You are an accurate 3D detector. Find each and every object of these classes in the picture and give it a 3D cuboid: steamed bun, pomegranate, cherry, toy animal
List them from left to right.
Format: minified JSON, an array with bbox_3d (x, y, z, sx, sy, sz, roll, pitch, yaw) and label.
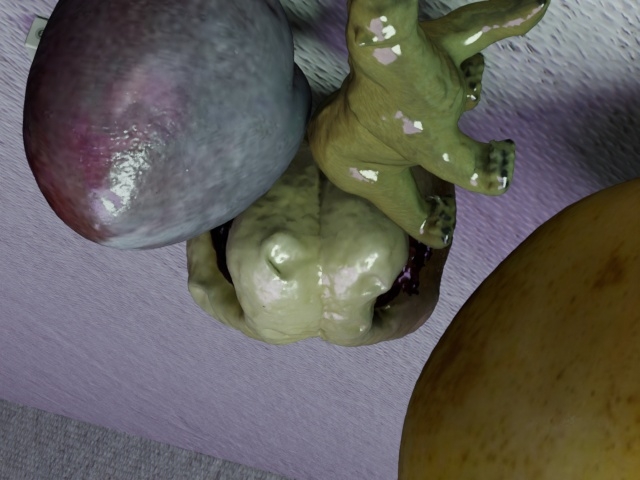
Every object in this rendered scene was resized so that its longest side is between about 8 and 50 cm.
[{"bbox_3d":[-0.085,-0.075,0.841,0.140,0.176,0.176,33,171,28],"label":"cherry"},{"bbox_3d":[0.000,0.000,0.946,0.172,0.141,0.155,6,-172,0],"label":"steamed bun"},{"bbox_3d":[0.045,-0.072,0.781,0.101,0.103,0.219,11,166,-8],"label":"toy animal"},{"bbox_3d":[0.242,0.156,0.826,0.416,0.417,0.417,19,164,5],"label":"pomegranate"}]

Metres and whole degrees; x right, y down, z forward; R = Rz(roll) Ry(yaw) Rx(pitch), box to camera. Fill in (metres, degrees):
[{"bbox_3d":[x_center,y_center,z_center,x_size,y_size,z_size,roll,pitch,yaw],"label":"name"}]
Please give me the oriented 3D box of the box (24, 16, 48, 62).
[{"bbox_3d":[-0.152,-0.118,1.040,0.083,0.024,0.054,18,166,4],"label":"box"}]
